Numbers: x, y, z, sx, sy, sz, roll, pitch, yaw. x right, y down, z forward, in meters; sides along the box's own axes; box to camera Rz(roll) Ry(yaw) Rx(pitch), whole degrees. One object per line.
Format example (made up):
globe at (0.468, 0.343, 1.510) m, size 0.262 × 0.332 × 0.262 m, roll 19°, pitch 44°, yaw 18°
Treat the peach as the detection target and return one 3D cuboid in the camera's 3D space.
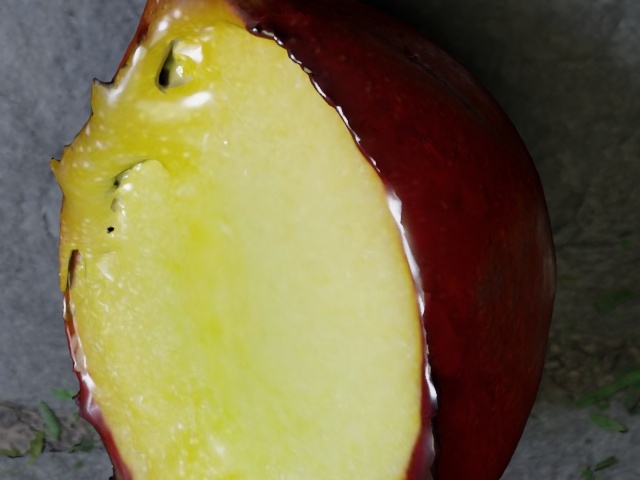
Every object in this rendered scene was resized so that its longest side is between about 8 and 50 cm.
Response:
peach at (0.000, 0.000, 0.856) m, size 0.257 × 0.201 × 0.362 m, roll 7°, pitch 117°, yaw 32°
